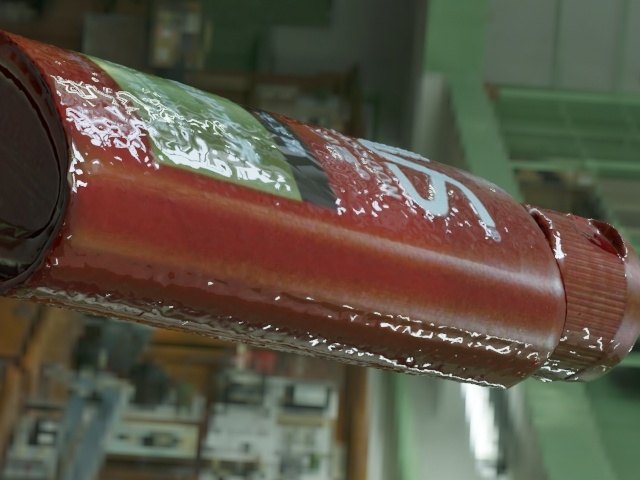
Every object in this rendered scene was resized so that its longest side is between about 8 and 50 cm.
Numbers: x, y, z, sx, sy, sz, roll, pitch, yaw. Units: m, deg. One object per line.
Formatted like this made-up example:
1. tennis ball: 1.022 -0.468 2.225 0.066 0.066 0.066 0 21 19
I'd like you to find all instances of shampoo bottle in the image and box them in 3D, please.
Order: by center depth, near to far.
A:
1. shampoo bottle: 0.000 -0.001 0.717 0.118 0.314 0.076 41 -70 45
